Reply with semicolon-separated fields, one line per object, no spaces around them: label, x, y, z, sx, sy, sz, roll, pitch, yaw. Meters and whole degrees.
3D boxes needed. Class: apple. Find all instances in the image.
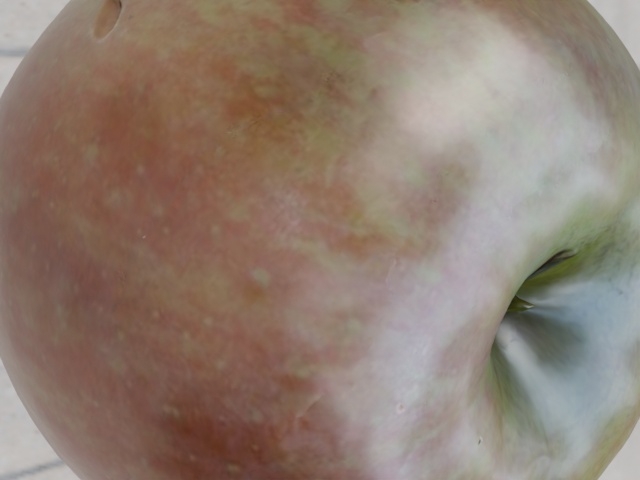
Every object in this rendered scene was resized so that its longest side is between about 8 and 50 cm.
apple;0.000;0.000;0.464;0.188;0.174;0.188;-27;130;-38
